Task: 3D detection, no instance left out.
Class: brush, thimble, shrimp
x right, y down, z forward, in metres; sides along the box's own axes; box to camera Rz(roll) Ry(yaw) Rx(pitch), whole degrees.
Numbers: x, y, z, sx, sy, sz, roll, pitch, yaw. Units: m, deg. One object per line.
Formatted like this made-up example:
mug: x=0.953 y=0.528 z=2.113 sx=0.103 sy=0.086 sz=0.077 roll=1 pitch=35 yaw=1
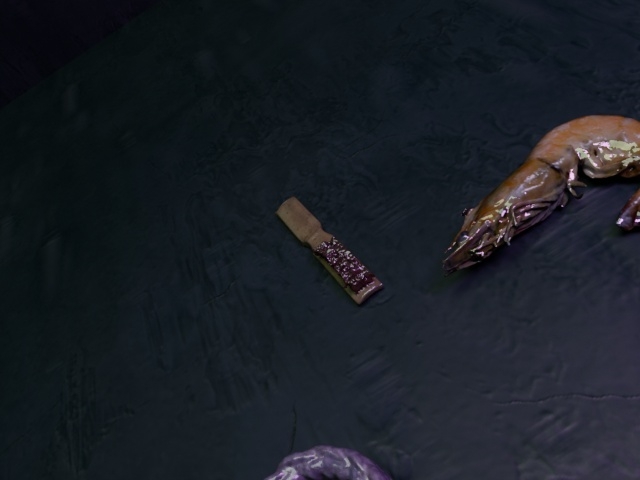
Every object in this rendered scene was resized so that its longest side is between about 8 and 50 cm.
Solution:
brush: x=0.000 y=0.000 z=0.793 sx=0.043 sy=0.036 sz=0.248 roll=-35 pitch=42 yaw=-7
thimble: x=0.013 y=0.259 z=0.501 sx=0.150 sy=0.098 sz=0.150 roll=-18 pitch=44 yaw=18
shrimp: x=0.270 y=-0.039 z=0.645 sx=0.296 sy=0.058 sz=0.169 roll=-42 pitch=45 yaw=-13
